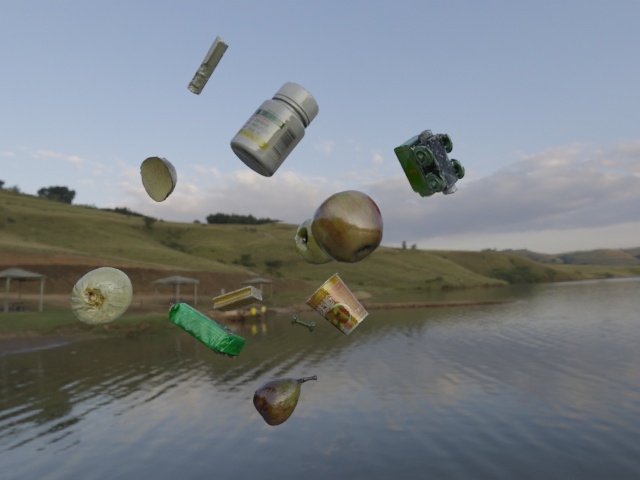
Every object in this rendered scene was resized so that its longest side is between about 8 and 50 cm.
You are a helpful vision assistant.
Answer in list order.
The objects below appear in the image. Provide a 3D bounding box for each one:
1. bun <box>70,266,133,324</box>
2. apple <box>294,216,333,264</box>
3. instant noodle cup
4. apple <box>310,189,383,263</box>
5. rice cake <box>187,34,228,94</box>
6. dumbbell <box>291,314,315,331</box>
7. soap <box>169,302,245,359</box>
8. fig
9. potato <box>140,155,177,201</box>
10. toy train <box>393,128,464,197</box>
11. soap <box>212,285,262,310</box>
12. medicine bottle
[{"bbox_3d":[-0.797,0.198,1.676,0.223,0.222,0.127,-1,-15,-5],"label":"bun"},{"bbox_3d":[0.000,0.000,2.355,0.263,0.262,0.262,-2,-6,0],"label":"apple"},{"bbox_3d":[0.066,0.236,1.650,0.168,0.185,0.168,-44,-10,-10],"label":"instant noodle cup"},{"bbox_3d":[0.101,-0.045,1.628,0.257,0.234,0.256,-29,-26,-16],"label":"apple"},{"bbox_3d":[-0.464,-0.717,1.917,0.057,0.052,0.256,22,-64,-38],"label":"rice cake"},{"bbox_3d":[-0.084,0.402,2.252,0.118,0.052,0.046,22,-11,2],"label":"dumbbell"},{"bbox_3d":[-0.440,0.347,1.790,0.273,0.098,0.218,26,-10,23],"label":"soap"},{"bbox_3d":[-0.135,0.619,1.882,0.274,0.170,0.145,-31,-41,-14],"label":"fig"},{"bbox_3d":[-0.711,-0.287,2.110,0.182,0.202,0.117,-13,11,26],"label":"potato"},{"bbox_3d":[0.484,-0.336,2.071,0.173,0.307,0.249,-35,15,-21],"label":"toy train"},{"bbox_3d":[-0.452,0.321,2.530,0.232,0.073,0.140,-20,-24,10],"label":"soap"},{"bbox_3d":[-0.173,-0.435,1.810,0.208,0.339,0.208,34,-13,9],"label":"medicine bottle"}]
